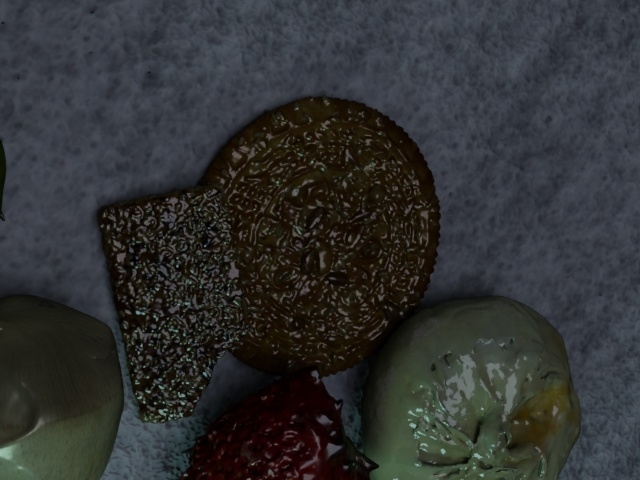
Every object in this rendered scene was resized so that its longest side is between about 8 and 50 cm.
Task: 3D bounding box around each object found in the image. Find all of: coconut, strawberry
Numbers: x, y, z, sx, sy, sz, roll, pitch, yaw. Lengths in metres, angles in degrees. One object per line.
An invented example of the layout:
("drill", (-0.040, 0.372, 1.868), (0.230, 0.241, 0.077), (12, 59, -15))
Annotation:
("coconut", (-0.278, 0.142, 1.387), (0.224, 0.224, 0.224), (-6, 103, -27))
("strawberry", (-0.047, 0.239, 1.542), (0.201, 0.187, 0.184), (-27, 77, -4))

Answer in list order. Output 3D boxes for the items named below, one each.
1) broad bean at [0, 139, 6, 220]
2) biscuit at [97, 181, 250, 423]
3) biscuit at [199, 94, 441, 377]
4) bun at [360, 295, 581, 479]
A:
("broad bean", (-0.339, -0.131, 1.383), (0.065, 0.046, 0.254), (-27, 110, -13))
("biscuit", (-0.139, 0.067, 1.517), (0.131, 0.026, 0.237), (-11, 105, -4))
("biscuit", (0.000, 0.000, 1.590), (0.305, 0.038, 0.305), (-6, 103, -26))
("bun", (0.181, 0.201, 1.658), (0.287, 0.146, 0.287), (-11, 112, -29))
